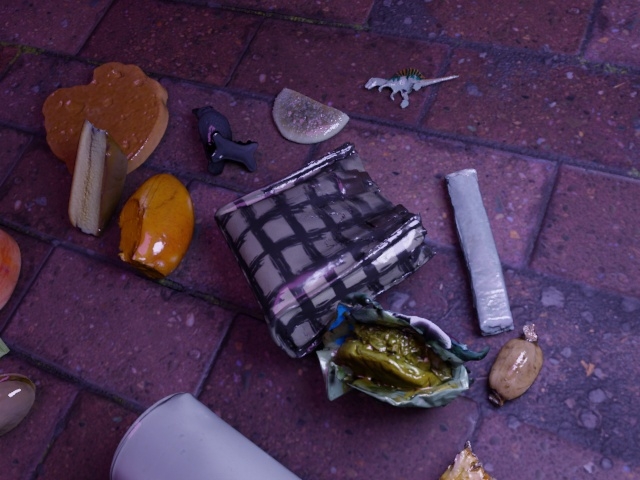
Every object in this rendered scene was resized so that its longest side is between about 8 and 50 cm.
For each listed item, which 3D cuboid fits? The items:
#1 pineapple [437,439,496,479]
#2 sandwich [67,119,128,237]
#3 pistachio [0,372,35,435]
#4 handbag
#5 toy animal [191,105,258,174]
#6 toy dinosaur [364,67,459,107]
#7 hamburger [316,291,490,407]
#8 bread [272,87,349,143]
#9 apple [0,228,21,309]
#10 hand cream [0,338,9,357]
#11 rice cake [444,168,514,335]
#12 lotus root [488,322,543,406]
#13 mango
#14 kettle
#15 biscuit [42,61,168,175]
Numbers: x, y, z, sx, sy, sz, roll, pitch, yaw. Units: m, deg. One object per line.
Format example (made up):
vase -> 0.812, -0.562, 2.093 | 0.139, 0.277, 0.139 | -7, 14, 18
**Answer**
pineapple -> 0.216, 0.440, 0.907 | 0.135, 0.079, 0.233 | 29, 80, 34
sandwich -> -0.499, -0.142, 1.334 | 0.094, 0.096, 0.258 | 19, 112, 0
pistachio -> -0.634, 0.325, 1.172 | 0.149, 0.113, 0.113 | -28, 60, -8
handbag -> 0.000, 0.000, 1.113 | 0.326, 0.163, 0.325 | -31, 47, -5
toy animal -> -0.233, -0.226, 1.365 | 0.210, 0.121, 0.117 | 51, 129, 45
toy dinosaur -> 0.199, -0.356, 1.327 | 0.187, 0.044, 0.106 | -26, 45, 2
hamburger -> 0.113, 0.203, 0.943 | 0.260, 0.276, 0.151 | 17, 67, 14
bread -> -0.043, -0.275, 1.350 | 0.192, 0.036, 0.112 | 29, 76, 26
apple -> -0.846, 0.064, 1.321 | 0.292, 0.163, 0.251 | -22, 60, 5
hand cream -> -0.751, 0.268, 1.263 | 0.095, 0.046, 0.175 | 37, 71, 28
rice cake -> 0.290, 0.009, 1.105 | 0.066, 0.063, 0.337 | -9, 63, 7
lotus root -> 0.330, 0.208, 0.997 | 0.072, 0.063, 0.152 | 21, 74, 33
mango -> -0.344, -0.037, 1.262 | 0.153, 0.126, 0.252 | -14, 54, 21
kettle -> -0.166, 0.433, 0.963 | 0.317, 0.265, 0.205 | 29, 43, 25
biscuit -> -0.529, -0.299, 1.477 | 0.351, 0.057, 0.312 | 39, 79, 25
